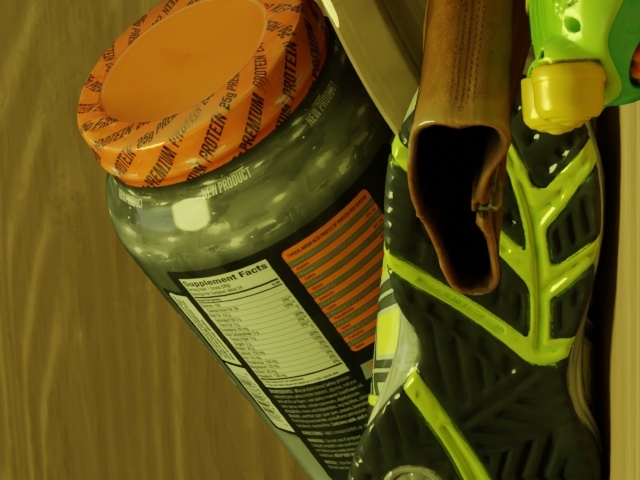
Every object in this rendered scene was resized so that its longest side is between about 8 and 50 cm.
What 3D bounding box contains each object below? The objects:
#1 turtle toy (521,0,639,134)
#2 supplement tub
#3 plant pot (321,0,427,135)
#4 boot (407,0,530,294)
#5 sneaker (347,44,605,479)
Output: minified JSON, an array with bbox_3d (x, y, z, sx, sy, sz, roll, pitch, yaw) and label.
[{"bbox_3d":[0.104,-0.086,0.705,0.130,0.066,0.095,18,-110,-88],"label":"turtle toy"},{"bbox_3d":[0.000,0.000,1.281,0.338,0.207,0.207,55,-158,-34],"label":"supplement tub"},{"bbox_3d":[0.075,-0.164,1.185,0.237,0.109,0.237,57,-163,-27],"label":"plant pot"},{"bbox_3d":[0.086,-0.111,0.881,0.264,0.096,0.280,84,-172,-68],"label":"boot"},{"bbox_3d":[0.099,0.057,1.104,0.147,0.145,0.385,-71,-10,-57],"label":"sneaker"}]
